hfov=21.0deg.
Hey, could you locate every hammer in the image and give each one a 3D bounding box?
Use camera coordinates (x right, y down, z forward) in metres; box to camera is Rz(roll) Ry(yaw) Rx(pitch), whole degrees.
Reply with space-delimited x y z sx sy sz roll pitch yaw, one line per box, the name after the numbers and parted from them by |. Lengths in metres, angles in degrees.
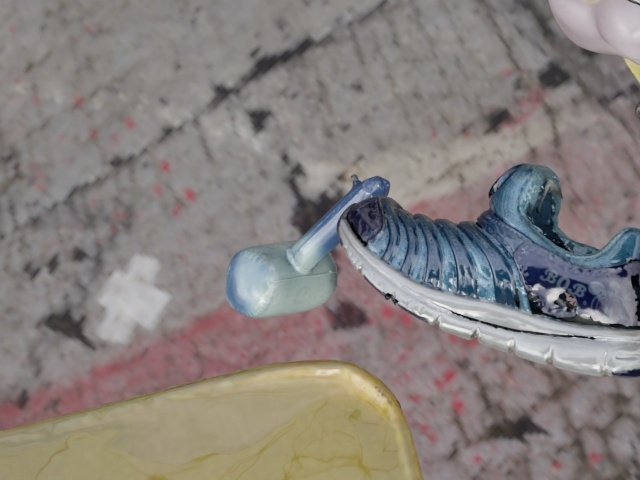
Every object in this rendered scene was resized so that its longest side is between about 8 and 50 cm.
0.000 0.000 1.592 0.194 0.116 0.069 -44 66 35 | hammer

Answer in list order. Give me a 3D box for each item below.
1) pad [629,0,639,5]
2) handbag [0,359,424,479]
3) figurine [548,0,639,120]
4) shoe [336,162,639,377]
0.273 -0.224 0.668 0.247 0.007 0.368 25 87 4 | pad
-0.130 0.222 0.599 0.400 0.133 0.283 -13 49 4 | handbag
0.165 -0.173 0.986 0.112 0.229 0.137 -34 40 20 | figurine
0.109 0.009 0.971 0.207 0.091 0.106 15 92 21 | shoe
